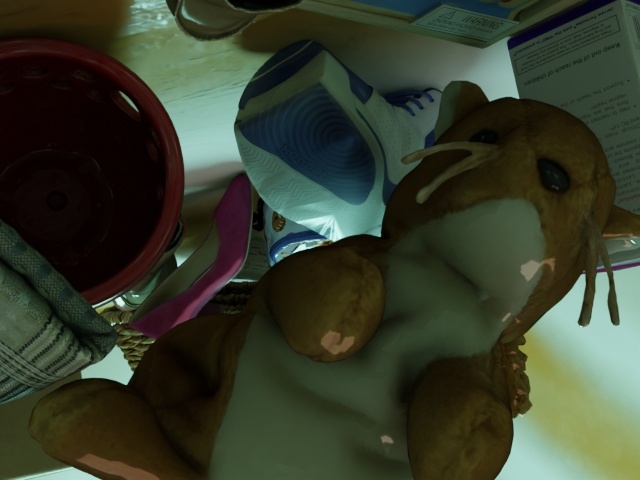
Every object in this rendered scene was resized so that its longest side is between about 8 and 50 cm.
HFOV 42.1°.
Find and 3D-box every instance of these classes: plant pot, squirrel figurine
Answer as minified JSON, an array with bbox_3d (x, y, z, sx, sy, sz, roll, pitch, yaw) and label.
[{"bbox_3d":[-0.206,-0.035,0.625,0.191,0.191,0.174,-8,176,-17],"label":"plant pot"},{"bbox_3d":[0.060,0.066,0.637,0.370,0.281,0.397,-54,170,-2],"label":"squirrel figurine"}]

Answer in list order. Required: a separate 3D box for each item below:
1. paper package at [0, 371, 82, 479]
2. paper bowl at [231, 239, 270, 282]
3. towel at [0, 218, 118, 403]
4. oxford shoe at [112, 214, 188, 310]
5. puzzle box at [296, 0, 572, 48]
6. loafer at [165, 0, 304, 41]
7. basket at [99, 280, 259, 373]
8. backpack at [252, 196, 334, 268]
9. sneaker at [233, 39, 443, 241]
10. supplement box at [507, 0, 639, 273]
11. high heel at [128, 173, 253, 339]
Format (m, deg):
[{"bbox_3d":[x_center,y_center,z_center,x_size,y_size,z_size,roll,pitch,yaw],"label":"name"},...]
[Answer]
[{"bbox_3d":[-0.511,0.192,1.182,0.168,0.324,0.310,-19,166,39],"label":"paper package"},{"bbox_3d":[-0.106,0.120,1.495,0.284,0.284,0.148,-15,-149,22],"label":"paper bowl"},{"bbox_3d":[-0.309,-0.003,0.488,0.312,0.324,0.056,-22,-151,48],"label":"towel"},{"bbox_3d":[-0.226,0.014,1.082,0.130,0.122,0.348,-17,171,3],"label":"oxford shoe"},{"bbox_3d":[0.053,-0.193,0.390,0.409,0.052,0.272,-2,166,-41],"label":"puzzle box"},{"bbox_3d":[-0.037,-0.124,0.381,0.056,0.050,0.148,-6,170,-23],"label":"loafer"},{"bbox_3d":[-0.138,0.119,1.269,0.299,0.213,0.223,-3,129,20],"label":"basket"},{"bbox_3d":[0.044,-0.009,1.034,0.277,0.213,0.263,-8,160,-2],"label":"backpack"},{"bbox_3d":[0.046,-0.088,0.791,0.128,0.182,0.315,-18,139,29],"label":"sneaker"},{"bbox_3d":[0.259,-0.087,0.726,0.111,0.219,0.114,0,166,-46],"label":"supplement box"},{"bbox_3d":[-0.161,0.022,1.046,0.117,0.082,0.244,10,119,-18],"label":"high heel"}]
